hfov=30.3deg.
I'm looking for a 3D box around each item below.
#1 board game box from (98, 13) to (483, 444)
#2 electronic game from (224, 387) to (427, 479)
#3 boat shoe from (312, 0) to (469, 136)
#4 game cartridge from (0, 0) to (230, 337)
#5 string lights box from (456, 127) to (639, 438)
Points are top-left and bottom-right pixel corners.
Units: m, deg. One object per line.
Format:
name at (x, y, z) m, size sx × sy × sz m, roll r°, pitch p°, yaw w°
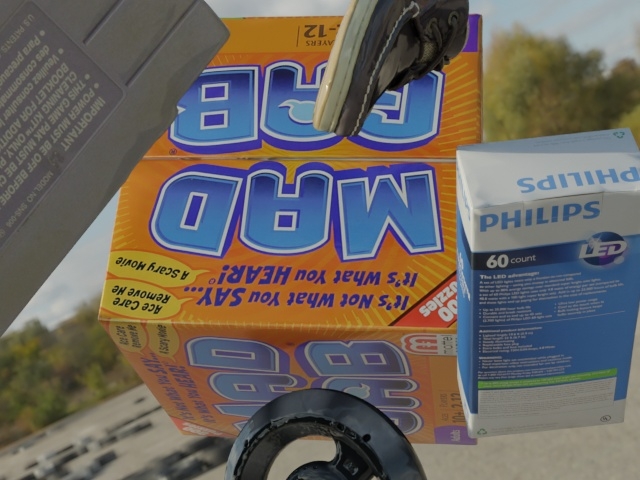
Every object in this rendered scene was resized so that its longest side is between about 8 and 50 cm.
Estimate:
board game box at (0.000, 0.000, 1.307) m, size 0.357 × 0.356 × 0.356 m, roll 0°, pitch -27°, yaw 8°
electronic game at (0.003, 0.255, 1.121) m, size 0.229 × 0.229 × 0.048 m, roll -27°, pitch -13°, yaw 28°
boat shoe at (0.074, -0.177, 0.932) m, size 0.102 × 0.092 × 0.285 m, roll 114°, pitch -178°, yaw -46°
game cartridge at (-0.222, -0.047, 0.608) m, size 0.068 × 0.230 × 0.355 m, roll 28°, pitch 76°, yaw 42°
string lights box at (0.177, 0.042, 0.929) m, size 0.134 × 0.259 × 0.076 m, roll -6°, pitch 42°, yaw 0°
